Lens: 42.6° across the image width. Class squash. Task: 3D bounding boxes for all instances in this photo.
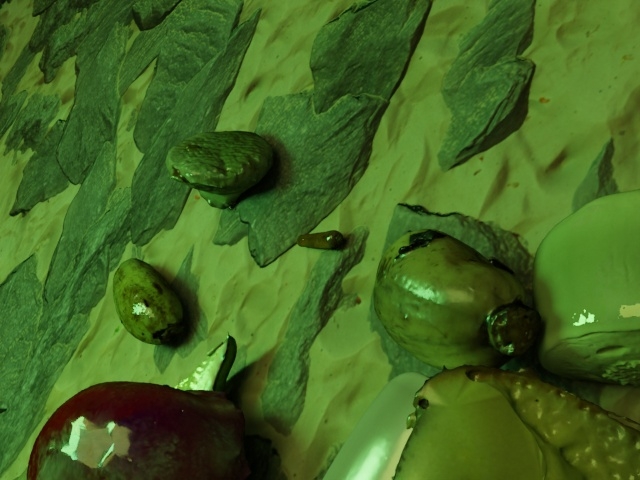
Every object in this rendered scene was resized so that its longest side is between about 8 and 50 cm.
[{"bbox_3d":[-0.221,0.258,1.276,0.169,0.093,0.252,9,72,33],"label":"squash"}]

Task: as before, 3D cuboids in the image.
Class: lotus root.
[{"bbox_3d":[-0.324,0.106,1.484,0.110,0.097,0.258,-57,36,2],"label":"lotus root"},{"bbox_3d":[0.140,0.066,0.923,0.140,0.154,0.257,-27,19,-15],"label":"lotus root"}]

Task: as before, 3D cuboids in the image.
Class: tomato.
[{"bbox_3d":[-0.268,0.325,1.106,0.335,0.176,0.289,-6,67,25],"label":"tomato"}]

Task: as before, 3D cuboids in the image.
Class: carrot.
[{"bbox_3d":[0.000,0.000,1.288,0.093,0.032,0.032,-4,61,48],"label":"carrot"}]

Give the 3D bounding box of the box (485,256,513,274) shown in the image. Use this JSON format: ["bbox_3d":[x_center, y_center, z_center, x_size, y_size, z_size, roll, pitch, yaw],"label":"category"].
[{"bbox_3d":[0.197,0.068,1.032,0.085,0.060,0.063,-22,58,32],"label":"box"}]

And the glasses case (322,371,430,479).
[{"bbox_3d":[0.064,0.297,0.987,0.113,0.075,0.297,28,84,51],"label":"glasses case"}]

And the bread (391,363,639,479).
[{"bbox_3d":[0.201,0.240,0.832,0.262,0.162,0.204,25,77,7],"label":"bread"}]

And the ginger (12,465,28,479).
[{"bbox_3d":[-0.498,0.430,1.446,0.213,0.074,0.137,-44,32,7],"label":"ginger"}]

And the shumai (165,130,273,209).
[{"bbox_3d":[-0.183,-0.116,1.480,0.201,0.120,0.201,0,32,0],"label":"shumai"}]

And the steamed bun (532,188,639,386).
[{"bbox_3d":[0.330,0.041,0.842,0.250,0.155,0.200,-13,56,36],"label":"steamed bun"}]
